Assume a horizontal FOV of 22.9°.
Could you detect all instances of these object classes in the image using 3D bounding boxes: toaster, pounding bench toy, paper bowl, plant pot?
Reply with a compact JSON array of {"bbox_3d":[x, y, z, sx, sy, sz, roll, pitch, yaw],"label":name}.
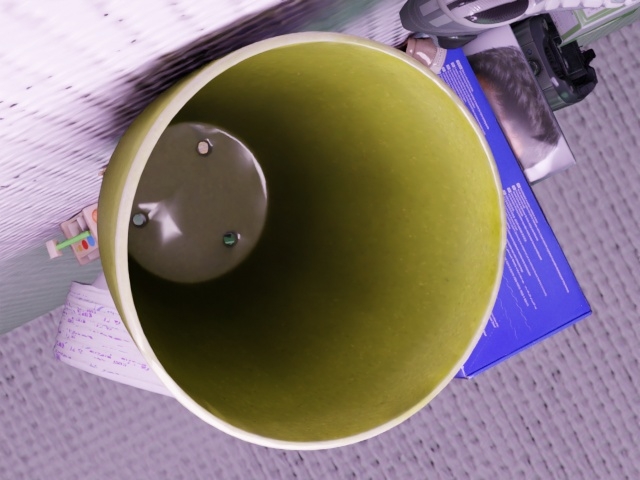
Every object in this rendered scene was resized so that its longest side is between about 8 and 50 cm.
[{"bbox_3d":[0.272,-0.224,2.104,0.146,0.129,0.227,-22,-177,25],"label":"toaster"},{"bbox_3d":[-0.249,-0.007,1.708,0.083,0.052,0.065,-26,179,-39],"label":"pounding bench toy"},{"bbox_3d":[-0.140,0.093,1.727,0.284,0.148,0.284,13,178,0],"label":"paper bowl"},{"bbox_3d":[-0.055,-0.016,1.156,0.275,0.275,0.293,-26,-164,-18],"label":"plant pot"}]

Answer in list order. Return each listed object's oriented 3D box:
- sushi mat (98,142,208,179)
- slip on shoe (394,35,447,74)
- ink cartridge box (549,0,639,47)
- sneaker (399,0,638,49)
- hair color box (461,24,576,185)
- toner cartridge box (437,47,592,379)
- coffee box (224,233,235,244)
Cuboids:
[{"bbox_3d":[-0.088,-0.108,1.537,0.151,0.019,0.316,-28,179,19],"label":"sushi mat"},{"bbox_3d":[0.086,-0.183,1.621,0.041,0.051,0.135,15,176,-16],"label":"slip on shoe"},{"bbox_3d":[0.328,-0.287,1.856,0.109,0.062,0.209,-26,180,1],"label":"ink cartridge box"},{"bbox_3d":[0.158,-0.205,1.243,0.228,0.086,0.132,-14,178,-31],"label":"sneaker"},{"bbox_3d":[0.091,-0.095,1.864,0.374,0.185,0.113,-27,-174,8],"label":"hair color box"},{"bbox_3d":[0.144,-0.037,1.731,0.165,0.348,0.075,-26,180,-13],"label":"toner cartridge box"},{"bbox_3d":[-0.076,0.000,2.047,0.246,0.098,0.141,-7,136,-24],"label":"coffee box"}]
